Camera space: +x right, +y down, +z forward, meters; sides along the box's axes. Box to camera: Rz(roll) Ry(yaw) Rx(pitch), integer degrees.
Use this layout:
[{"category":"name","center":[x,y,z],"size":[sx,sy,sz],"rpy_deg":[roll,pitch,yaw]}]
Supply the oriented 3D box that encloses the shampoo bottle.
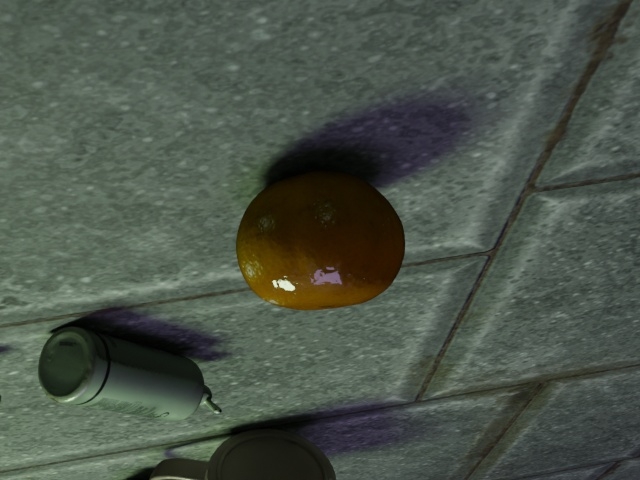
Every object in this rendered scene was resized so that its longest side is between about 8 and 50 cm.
[{"category":"shampoo bottle","center":[-0.215,0.165,1.474],"size":[0.085,0.085,0.262],"rpy_deg":[-23,156,24]}]

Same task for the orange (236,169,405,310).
[{"category":"orange","center":[0.000,0.000,1.143],"size":[0.156,0.124,0.156],"rpy_deg":[-4,174,0]}]

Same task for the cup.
[{"category":"cup","center":[-0.115,0.439,1.966],"size":[0.208,0.288,0.273],"rpy_deg":[-29,143,-39]}]
